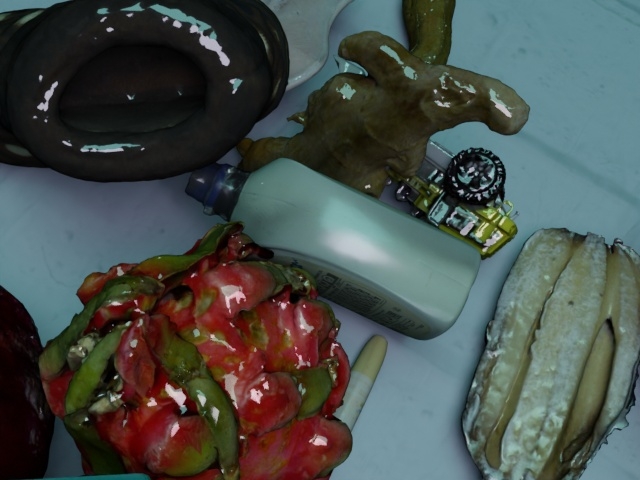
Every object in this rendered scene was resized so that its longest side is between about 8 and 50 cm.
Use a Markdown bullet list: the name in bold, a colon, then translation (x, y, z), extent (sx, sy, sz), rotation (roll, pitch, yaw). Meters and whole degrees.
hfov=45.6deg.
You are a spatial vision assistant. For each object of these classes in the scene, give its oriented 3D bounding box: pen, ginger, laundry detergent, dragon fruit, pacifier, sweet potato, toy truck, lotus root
- **pen**: translation (0.013, 0.189, 0.757), extent (0.032, 0.040, 0.233), rotation (21, 60, 15)
- **ginger**: translation (0.033, -0.111, 0.788), extent (0.166, 0.333, 0.080), rotation (54, 42, -11)
- **laundry detergent**: translation (0.000, 0.000, 0.758), extent (0.280, 0.215, 0.105), rotation (23, 81, -2)
- **dragon fruit**: translation (-0.096, 0.117, 0.631), extent (0.237, 0.303, 0.231), rotation (-20, 58, 13)
- **pacifier**: translation (-0.076, -0.301, 0.895), extent (0.220, 0.273, 0.332), rotation (36, 61, -16)
- **sweet potato**: translation (0.134, -0.267, 1.007), extent (0.081, 0.062, 0.233), rotation (11, 64, 11)
- **toy truck**: translation (0.107, -0.091, 0.873), extent (0.286, 0.136, 0.111), rotation (41, 91, 14)
- **lotus root**: translation (0.253, 0.137, 0.819), extent (0.167, 0.078, 0.329), rotation (20, 60, 22)

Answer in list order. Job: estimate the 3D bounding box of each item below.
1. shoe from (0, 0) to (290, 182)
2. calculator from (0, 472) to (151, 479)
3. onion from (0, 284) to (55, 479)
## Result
- **shoe**: translation (-0.227, -0.141, 0.720), extent (0.384, 0.171, 0.237), rotation (-4, 18, 10)
- **calculator**: translation (-0.241, 0.230, 0.509), extent (0.248, 0.274, 0.058), rotation (1, 47, -17)
- **onion**: translation (-0.382, 0.116, 0.585), extent (0.336, 0.282, 0.260), rotation (-9, 45, -5)
